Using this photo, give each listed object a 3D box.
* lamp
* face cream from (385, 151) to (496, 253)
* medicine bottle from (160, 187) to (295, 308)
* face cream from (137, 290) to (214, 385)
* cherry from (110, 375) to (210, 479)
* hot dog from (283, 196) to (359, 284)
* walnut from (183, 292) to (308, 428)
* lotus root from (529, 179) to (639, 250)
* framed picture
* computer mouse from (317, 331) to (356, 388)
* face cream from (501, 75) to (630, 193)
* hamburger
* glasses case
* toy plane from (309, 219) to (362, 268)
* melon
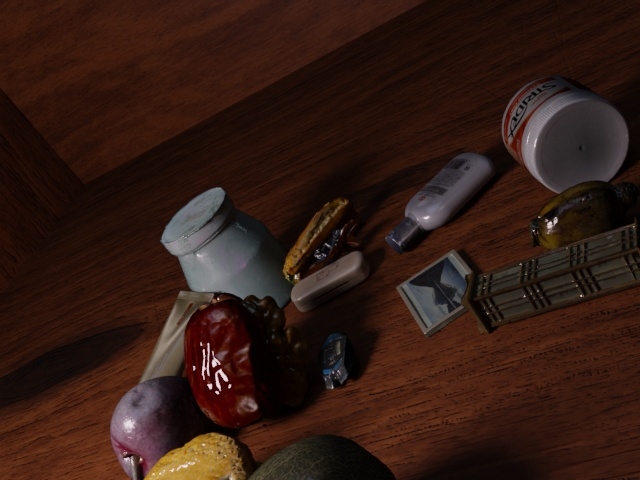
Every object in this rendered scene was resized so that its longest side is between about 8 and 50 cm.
[{"bbox_3d":[0.407,0.064,1.500,0.325,0.089,0.090,-21,29,29],"label":"lamp"},{"bbox_3d":[0.264,-0.086,1.966,0.291,0.071,0.144,-44,24,-17],"label":"face cream"},{"bbox_3d":[-0.221,0.040,2.117,0.245,0.290,0.245,-30,26,16],"label":"medicine bottle"},{"bbox_3d":[-0.349,0.272,2.005,0.137,0.084,0.341,-1,61,47],"label":"face cream"},{"bbox_3d":[-0.323,0.382,1.760,0.183,0.213,0.266,15,38,17],"label":"cherry"},{"bbox_3d":[0.000,0.000,2.108,0.072,0.115,0.269,17,52,36],"label":"hot dog"},{"bbox_3d":[-0.152,0.228,1.740,0.243,0.269,0.221,-24,-5,16],"label":"walnut"},{"bbox_3d":[0.475,-0.043,1.573,0.209,0.120,0.120,-26,27,20],"label":"lotus root"},{"bbox_3d":[0.240,0.101,1.739,0.150,0.015,0.203,-34,25,5],"label":"framed picture"},{"bbox_3d":[0.038,0.239,1.726,0.079,0.047,0.135,-37,33,28],"label":"computer mouse"},{"bbox_3d":[0.485,-0.213,1.747,0.201,0.201,0.187,-34,25,7],"label":"face cream"},{"bbox_3d":[-0.202,0.485,1.461,0.289,0.170,0.314,-29,27,22],"label":"hamburger"},{"bbox_3d":[0.022,0.094,1.993,0.196,0.050,0.083,-30,23,14],"label":"glasses case"},{"bbox_3d":[0.024,0.020,2.028,0.188,0.135,0.062,-23,54,-42],"label":"toy plane"},{"bbox_3d":[-0.020,0.426,1.245,0.302,0.237,0.237,-48,27,-13],"label":"melon"}]
